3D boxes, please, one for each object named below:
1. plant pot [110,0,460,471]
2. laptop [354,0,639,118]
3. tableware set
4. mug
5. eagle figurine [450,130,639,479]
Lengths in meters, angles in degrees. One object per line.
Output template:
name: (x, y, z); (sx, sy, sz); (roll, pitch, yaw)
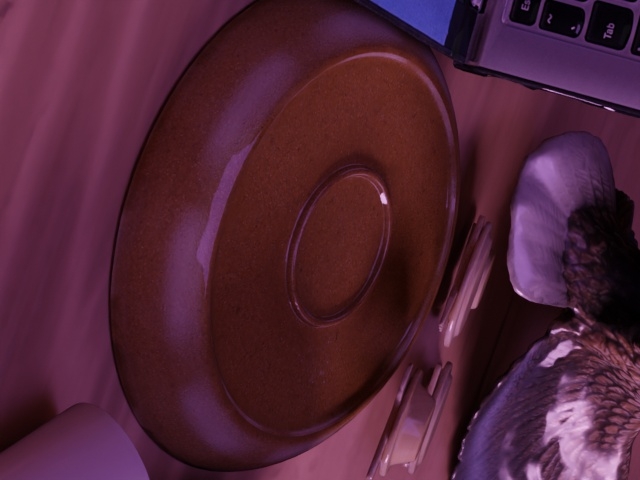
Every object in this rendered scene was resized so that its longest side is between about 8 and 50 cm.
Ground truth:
plant pot: (0.000, 0.000, 0.652); (0.236, 0.032, 0.236); (-29, 129, -44)
laptop: (0.166, -0.255, 0.573); (0.236, 0.408, 0.382); (66, 40, -88)
tableware set: (0.061, 0.056, 0.726); (0.168, 0.020, 0.141); (19, 91, -80)
mug: (-0.103, 0.109, 0.536); (0.064, 0.062, 0.078); (-23, 105, -38)
eagle figurine: (0.188, 0.078, 0.844); (0.226, 0.298, 0.225); (-4, 70, -18)
